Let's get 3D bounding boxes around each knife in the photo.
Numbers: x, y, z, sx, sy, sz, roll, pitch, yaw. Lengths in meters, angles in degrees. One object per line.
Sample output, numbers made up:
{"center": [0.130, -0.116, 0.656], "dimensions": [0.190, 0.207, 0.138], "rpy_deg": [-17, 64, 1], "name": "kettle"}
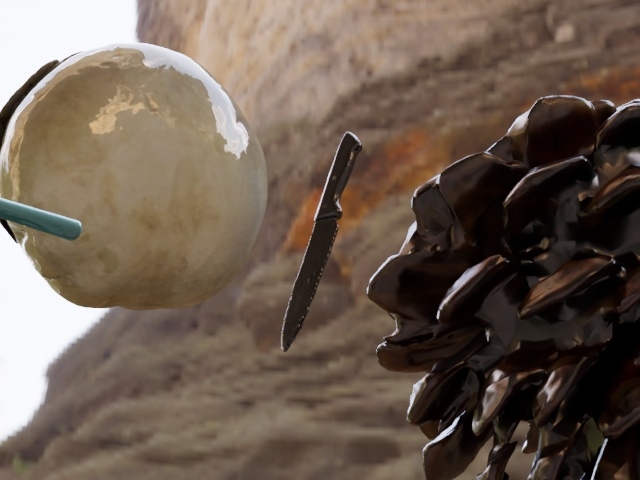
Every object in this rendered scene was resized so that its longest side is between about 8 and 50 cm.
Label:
{"center": [0.000, 0.000, 1.381], "dimensions": [0.023, 0.170, 0.010], "rpy_deg": [7, -20, 35], "name": "knife"}
{"center": [-0.139, -0.014, 0.790], "dimensions": [0.091, 0.005, 0.014], "rpy_deg": [18, -57, -29], "name": "knife"}

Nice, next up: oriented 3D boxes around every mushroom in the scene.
{"center": [-0.106, -0.031, 1.058], "dimensions": [0.154, 0.154, 0.122], "rpy_deg": [39, -22, -23], "name": "mushroom"}

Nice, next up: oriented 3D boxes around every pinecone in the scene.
{"center": [0.183, 0.076, 1.149], "dimensions": [0.296, 0.242, 0.298], "rpy_deg": [35, -32, 21], "name": "pinecone"}
